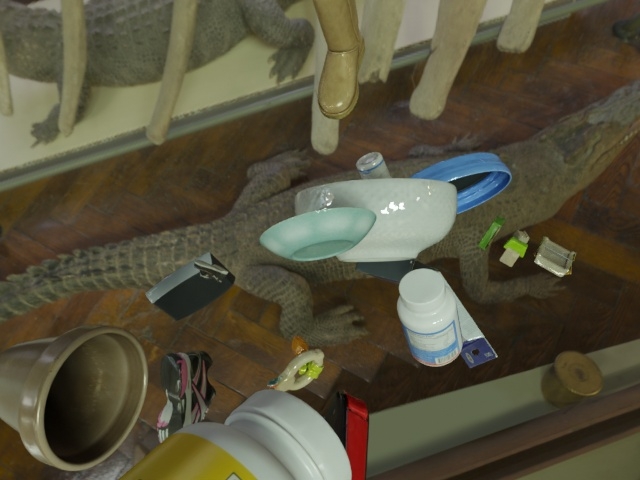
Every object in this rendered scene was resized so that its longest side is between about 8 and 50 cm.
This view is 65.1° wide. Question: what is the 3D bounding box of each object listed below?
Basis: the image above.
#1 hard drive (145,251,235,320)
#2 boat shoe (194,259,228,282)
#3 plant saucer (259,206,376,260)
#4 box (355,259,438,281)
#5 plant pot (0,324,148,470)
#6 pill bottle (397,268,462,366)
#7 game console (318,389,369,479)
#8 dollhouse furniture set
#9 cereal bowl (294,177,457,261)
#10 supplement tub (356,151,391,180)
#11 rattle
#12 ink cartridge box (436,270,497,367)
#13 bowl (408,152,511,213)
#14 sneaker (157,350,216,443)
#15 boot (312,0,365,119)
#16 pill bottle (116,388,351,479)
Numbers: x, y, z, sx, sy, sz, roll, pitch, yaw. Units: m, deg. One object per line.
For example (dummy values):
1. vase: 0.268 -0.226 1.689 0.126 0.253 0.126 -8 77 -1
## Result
1. hard drive: -0.422 0.161 1.651 0.255 0.172 0.054 -33 43 4
2. boat shoe: -0.262 0.074 1.183 0.046 0.125 0.038 29 88 18
3. plant saucer: 0.000 0.000 0.812 0.195 0.195 0.037 -13 75 4
4. box: 0.298 0.116 1.980 0.261 0.184 0.103 13 81 44
5. plant pot: -0.513 0.283 0.980 0.229 0.263 0.263 5 67 23
6. pill bottle: 0.232 0.163 1.074 0.124 0.221 0.124 -12 43 11
7. game console: -0.030 0.461 0.788 0.060 0.386 0.342 22 35 -6
8. dollhouse furniture set: 0.361 0.022 0.882 0.152 0.058 0.076 32 39 16
9. cereal bowl: 0.113 -0.029 1.037 0.339 0.339 0.141 -2 84 9
10. supplement tub: 0.141 -0.163 1.272 0.071 0.107 0.071 -22 29 13
11. rattle: -0.098 0.328 1.326 0.200 0.130 0.142 -20 61 -31
12. ink cartridge box: 0.451 0.300 1.763 0.071 0.324 0.330 -27 71 -9
13. bowl: 0.419 -0.166 1.643 0.391 0.391 0.077 -16 73 2
14. sneaker: -0.192 0.250 0.758 0.072 0.077 0.178 19 106 39
15. boot: 0.021 -0.412 0.996 0.089 0.269 0.236 5 70 14
16. pill bottle: -0.120 0.279 0.414 0.188 0.188 0.334 33 38 21
